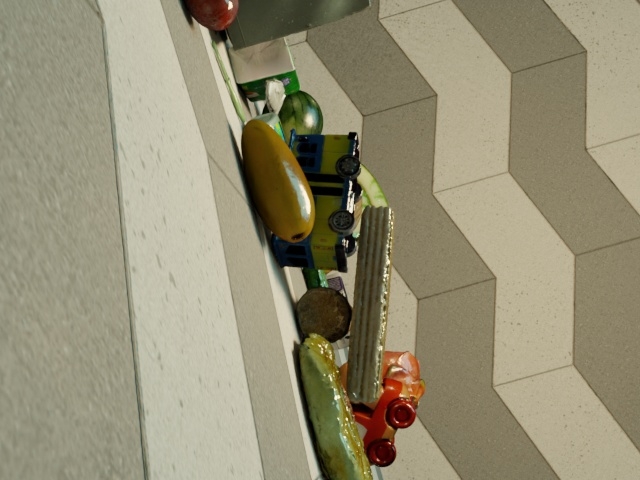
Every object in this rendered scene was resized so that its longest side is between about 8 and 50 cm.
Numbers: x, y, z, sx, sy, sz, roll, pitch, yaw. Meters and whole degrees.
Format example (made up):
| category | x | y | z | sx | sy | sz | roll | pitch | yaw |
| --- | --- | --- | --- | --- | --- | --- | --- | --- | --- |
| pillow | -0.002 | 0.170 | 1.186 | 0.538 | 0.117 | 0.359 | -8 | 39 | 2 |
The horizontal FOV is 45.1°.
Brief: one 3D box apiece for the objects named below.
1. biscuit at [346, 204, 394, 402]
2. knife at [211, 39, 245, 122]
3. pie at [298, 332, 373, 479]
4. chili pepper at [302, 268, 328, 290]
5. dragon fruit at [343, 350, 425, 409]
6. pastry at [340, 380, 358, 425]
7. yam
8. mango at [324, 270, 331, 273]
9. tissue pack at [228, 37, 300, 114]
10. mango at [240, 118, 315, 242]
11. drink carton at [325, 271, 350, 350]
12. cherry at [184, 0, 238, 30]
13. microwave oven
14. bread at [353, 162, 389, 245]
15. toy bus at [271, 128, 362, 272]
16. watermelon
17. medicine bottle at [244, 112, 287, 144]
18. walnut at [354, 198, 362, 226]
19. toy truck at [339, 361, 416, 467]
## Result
| category | x | y | z | sx | sy | sz | roll | pitch | yaw |
| --- | --- | --- | --- | --- | --- | --- | --- | --- | --- |
| biscuit | 0.110 | 0.141 | 1.691 | 0.144 | 0.078 | 0.427 | 52 | 42 | -80 |
| knife | -0.192 | -0.331 | 1.625 | 0.030 | 0.014 | 0.207 | -101 | 174 | -45 |
| pie | 0.027 | 0.352 | 1.492 | 0.296 | 0.078 | 0.372 | 69 | 5 | -74 |
| chili pepper | -0.015 | 0.112 | 2.236 | 0.122 | 0.065 | 0.279 | 88 | -9 | -84 |
| dragon fruit | 0.213 | 0.496 | 2.563 | 0.291 | 0.290 | 0.189 | 70 | 11 | -60 |
| pastry | 0.041 | 0.379 | 1.770 | 0.087 | 0.063 | 0.170 | -98 | 173 | -56 |
| yam | 0.010 | 0.170 | 1.761 | 0.238 | 0.129 | 0.128 | 44 | 54 | -81 |
| mango | 0.000 | 0.000 | 2.449 | 0.193 | 0.146 | 0.316 | 60 | 18 | -26 |
| tissue pack | -0.131 | -0.407 | 1.948 | 0.209 | 0.147 | 0.156 | 52 | 22 | -85 |
| mango | -0.087 | -0.116 | 1.499 | 0.138 | 0.113 | 0.254 | -17 | 85 | -80 |
| drink carton | 0.051 | 0.237 | 2.557 | 0.134 | 0.101 | 0.222 | 75 | 1 | -48 |
| cherry | -0.193 | -0.427 | 1.285 | 0.225 | 0.090 | 0.107 | 67 | 10 | -73 |
| microwave oven | -0.088 | -0.609 | 1.761 | 0.432 | 0.374 | 0.237 | -113 | -175 | -70 |
| bread | 0.048 | -0.112 | 2.370 | 0.382 | 0.129 | 0.366 | 38 | 40 | -18 |
| toy bus | -0.002 | -0.087 | 1.647 | 0.138 | 0.175 | 0.288 | 79 | 17 | -63 |
| watermelon | -0.086 | -0.363 | 2.281 | 0.188 | 0.187 | 0.215 | 55 | 22 | -83 |
| medicine bottle | -0.104 | -0.169 | 1.769 | 0.121 | 0.083 | 0.229 | -81 | 155 | -66 |
| walnut | -0.004 | -0.096 | 1.949 | 0.248 | 0.248 | 0.249 | -16 | 90 | -88 |
| toy truck | 0.127 | 0.473 | 2.134 | 0.189 | 0.239 | 0.265 | -31 | 146 | -87 |
